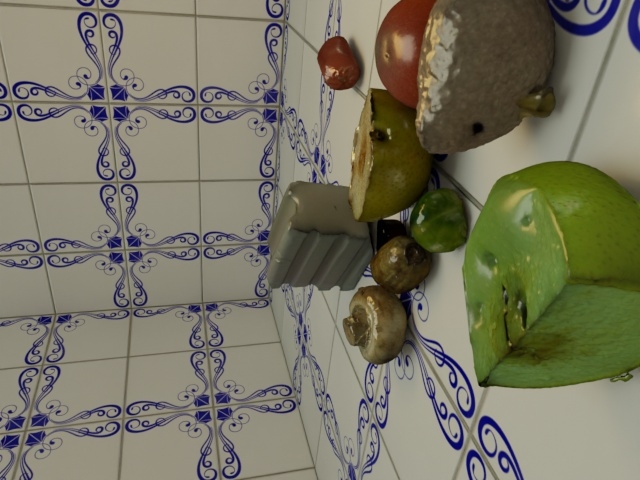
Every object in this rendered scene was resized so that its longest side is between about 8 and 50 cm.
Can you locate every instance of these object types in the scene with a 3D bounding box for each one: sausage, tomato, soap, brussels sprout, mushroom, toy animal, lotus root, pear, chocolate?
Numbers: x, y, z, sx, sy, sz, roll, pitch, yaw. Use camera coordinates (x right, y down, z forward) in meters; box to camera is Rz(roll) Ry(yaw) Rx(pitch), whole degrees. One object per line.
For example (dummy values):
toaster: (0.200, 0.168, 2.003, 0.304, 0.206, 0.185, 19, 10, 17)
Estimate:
sausage: (0.063, -0.631, 1.899, 0.254, 0.148, 0.148, -107, 20, -47)
tomato: (0.238, -0.408, 1.138, 0.256, 0.224, 0.255, 168, 90, -70)
soap: (0.000, 0.000, 1.903, 0.435, 0.350, 0.213, 115, 156, -58)
brussels sprout: (0.269, -0.046, 1.259, 0.149, 0.122, 0.151, 124, 140, -62)
mushroom: (0.161, 0.252, 1.616, 0.255, 0.184, 0.254, 163, 90, -77)
toy animal: (0.292, -0.328, 0.932, 0.188, 0.227, 0.358, -96, 11, -62)
lotus root: (0.214, 0.076, 1.461, 0.145, 0.128, 0.260, 43, 155, 6)
pear: (0.190, -0.209, 1.368, 0.386, 0.191, 0.340, 123, 152, -85)
chocolate: (0.212, -0.005, 1.574, 0.125, 0.080, 0.148, -93, 3, -49)
pear: (0.354, 0.028, 0.786, 0.342, 0.239, 0.318, 99, 174, -54)

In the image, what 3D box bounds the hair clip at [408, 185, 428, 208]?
hair clip: (0.261, -0.128, 1.469, 0.137, 0.022, 0.054, 144, 119, -72)
